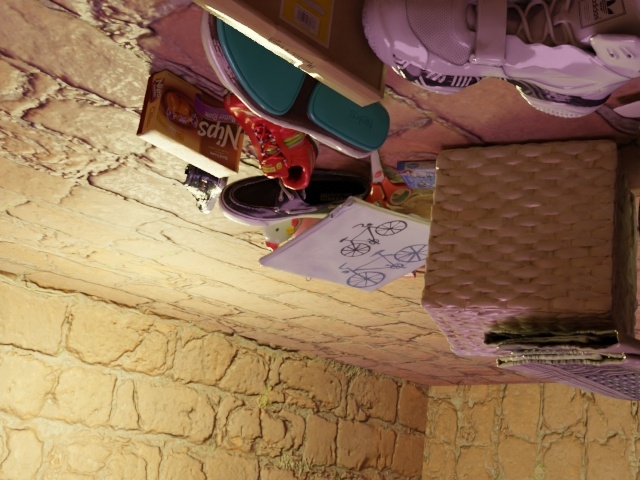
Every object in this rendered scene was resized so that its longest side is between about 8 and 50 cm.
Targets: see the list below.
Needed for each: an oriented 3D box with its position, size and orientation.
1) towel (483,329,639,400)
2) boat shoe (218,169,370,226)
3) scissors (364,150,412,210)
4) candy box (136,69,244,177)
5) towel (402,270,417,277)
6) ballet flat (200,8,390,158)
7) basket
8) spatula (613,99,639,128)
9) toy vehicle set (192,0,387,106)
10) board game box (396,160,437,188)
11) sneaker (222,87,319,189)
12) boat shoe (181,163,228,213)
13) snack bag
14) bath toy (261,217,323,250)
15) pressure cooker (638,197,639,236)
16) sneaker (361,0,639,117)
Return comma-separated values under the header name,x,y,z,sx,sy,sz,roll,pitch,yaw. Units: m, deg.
name,x,y,z,sx,sy,sz,roll,pitch,yaw
towel,0.458,0.207,1.282,0.324,0.056,0.312,21,166,-22
boat shoe,-0.048,-0.092,1.596,0.301,0.108,0.102,2,157,-4
scissors,0.100,-0.109,1.527,0.109,0.021,0.297,-36,153,5
candy box,-0.209,-0.189,1.357,0.053,0.109,0.187,-9,156,41
towel,0.155,0.054,2.110,0.144,0.029,0.197,-1,158,25
ballet flat,-0.055,-0.226,1.180,0.139,0.139,0.400,-6,159,37
basket,0.372,0.023,1.428,0.331,0.328,0.266,0,159,24
spatula,0.572,-0.194,1.177,0.242,0.019,0.168,-15,151,42
toy vehicle set,-0.020,-0.278,0.903,0.035,0.165,0.267,-11,154,43
board game box,0.199,-0.123,1.541,0.090,0.020,0.090,-2,161,23
sneaker,-0.073,-0.165,1.359,0.107,0.118,0.279,-2,160,25
boat shoe,-0.250,-0.114,1.696,0.083,0.065,0.183,15,155,-15
snack bag,0.084,0.015,1.695,0.343,0.037,0.323,14,148,-36
bath toy,0.000,0.000,1.833,0.151,0.129,0.348,-9,155,43
pressure cooker,0.664,-0.001,1.129,0.420,0.369,0.376,-19,153,40
sneaker,0.243,-0.253,0.939,0.366,0.137,0.210,10,162,-24
